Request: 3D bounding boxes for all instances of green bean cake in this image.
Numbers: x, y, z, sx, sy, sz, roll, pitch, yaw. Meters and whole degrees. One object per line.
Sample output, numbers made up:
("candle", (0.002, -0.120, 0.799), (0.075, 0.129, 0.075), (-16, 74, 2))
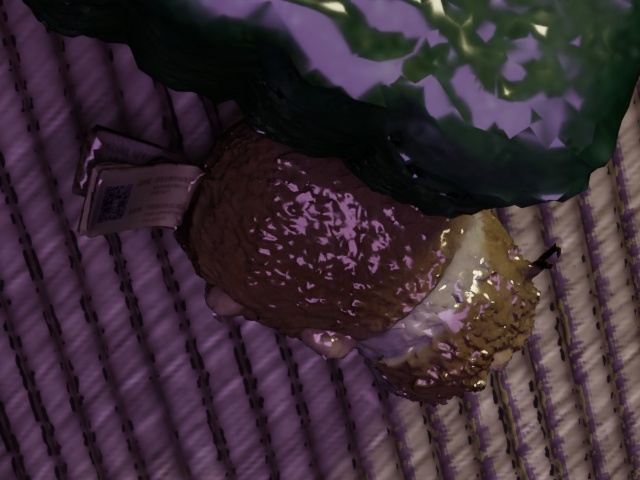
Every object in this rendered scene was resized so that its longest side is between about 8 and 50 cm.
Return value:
("green bean cake", (0.014, -0.195, 0.652), (0.300, 0.169, 0.307), (28, 84, -7))

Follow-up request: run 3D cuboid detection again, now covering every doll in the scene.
("doll", (-0.002, -0.006, 0.761), (0.221, 0.105, 0.115), (25, 125, -15))
